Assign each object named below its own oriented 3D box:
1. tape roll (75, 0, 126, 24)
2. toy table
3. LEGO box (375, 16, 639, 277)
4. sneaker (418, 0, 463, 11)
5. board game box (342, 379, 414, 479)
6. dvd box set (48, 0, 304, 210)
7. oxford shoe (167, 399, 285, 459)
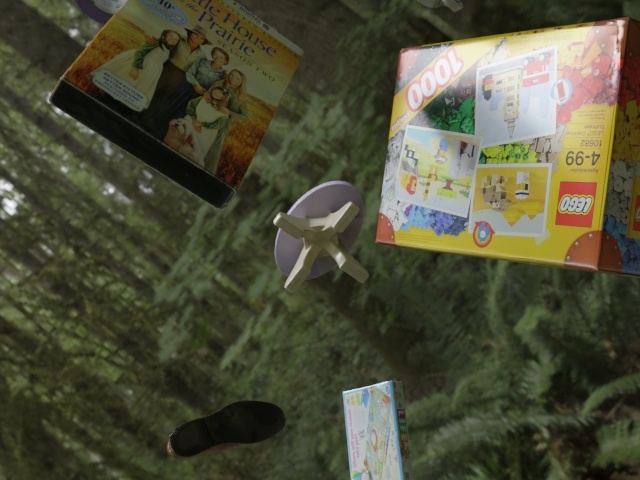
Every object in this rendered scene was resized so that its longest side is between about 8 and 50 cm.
[{"bbox_3d":[-0.418,-0.541,1.884,0.189,0.189,0.080,-55,31,42],"label":"tape roll"},{"bbox_3d":[0.000,0.000,2.130,0.161,0.252,0.274,-92,27,-71],"label":"toy table"},{"bbox_3d":[0.342,-0.147,1.537,0.500,0.193,0.372,7,90,54],"label":"LEGO box"},{"bbox_3d":[0.202,-0.616,1.903,0.137,0.210,0.366,-47,31,40],"label":"sneaker"},{"bbox_3d":[0.087,0.300,1.392,0.103,0.154,0.026,-20,-23,39],"label":"board game box"},{"bbox_3d":[-0.211,-0.272,1.486,0.062,0.308,0.420,-46,16,41],"label":"dvd box set"},{"bbox_3d":[-0.164,0.326,1.559,0.212,0.076,0.076,-8,-21,-25],"label":"oxford shoe"}]
